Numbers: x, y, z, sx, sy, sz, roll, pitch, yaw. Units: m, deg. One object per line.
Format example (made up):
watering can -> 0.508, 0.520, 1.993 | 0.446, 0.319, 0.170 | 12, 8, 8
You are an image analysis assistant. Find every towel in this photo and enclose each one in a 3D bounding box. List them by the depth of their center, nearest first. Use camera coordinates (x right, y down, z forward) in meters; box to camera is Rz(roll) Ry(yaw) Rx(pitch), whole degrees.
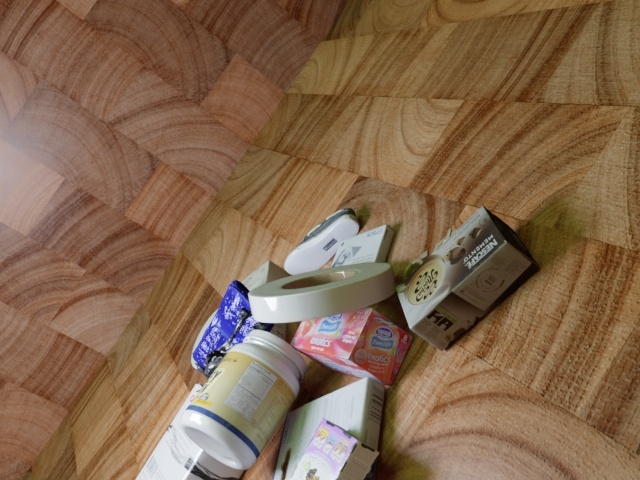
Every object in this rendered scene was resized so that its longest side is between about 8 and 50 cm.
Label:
towel -> -0.282, 0.306, 2.185 | 0.227, 0.076, 0.308 | 39, 108, 39

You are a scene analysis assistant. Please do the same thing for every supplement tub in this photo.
supplement tub -> -0.196, 0.418, 1.848 | 0.228, 0.228, 0.316 | -16, 32, 53

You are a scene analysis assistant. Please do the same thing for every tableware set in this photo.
tableware set -> 0.283, 0.053, 1.816 | 0.194, 0.039, 0.128 | -39, 30, 30

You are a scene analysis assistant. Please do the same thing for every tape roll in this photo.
tape roll -> 0.006, 0.133, 1.831 | 0.392, 0.392, 0.072 | -3, 99, 59

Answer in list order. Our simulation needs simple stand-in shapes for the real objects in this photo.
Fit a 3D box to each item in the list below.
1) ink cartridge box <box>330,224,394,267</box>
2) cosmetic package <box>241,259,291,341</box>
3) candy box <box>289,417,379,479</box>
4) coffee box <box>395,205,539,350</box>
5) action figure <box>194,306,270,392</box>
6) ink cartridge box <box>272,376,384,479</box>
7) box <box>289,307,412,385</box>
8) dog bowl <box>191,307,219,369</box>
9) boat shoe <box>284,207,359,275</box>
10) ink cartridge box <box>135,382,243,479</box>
ink cartridge box -> 0.109, 0.076, 2.081 | 0.223, 0.045, 0.224 | -21, 42, 49
cosmetic package -> -0.195, 0.235, 2.335 | 0.160, 0.113, 0.309 | -38, 30, 31
candy box -> 0.019, 0.511, 1.515 | 0.196, 0.070, 0.165 | -60, 24, -10
coffee box -> 0.330, 0.087, 1.601 | 0.297, 0.119, 0.168 | -45, 26, 19
action figure -> -0.255, 0.345, 2.049 | 0.164, 0.141, 0.276 | 33, 90, 23
ink cartridge box -> 0.011, 0.528, 1.679 | 0.330, 0.071, 0.324 | -35, 31, 41
box -> 0.074, 0.262, 1.796 | 0.300, 0.154, 0.142 | -4, 54, 60
dog bowl -> -0.335, 0.356, 2.437 | 0.265, 0.104, 0.265 | -40, 30, 28
boat shoe -> 0.000, 0.000, 2.292 | 0.301, 0.108, 0.102 | -41, 29, 21
ink cartridge box -> -0.372, 0.663, 2.054 | 0.395, 0.166, 0.285 | -58, 26, -7
